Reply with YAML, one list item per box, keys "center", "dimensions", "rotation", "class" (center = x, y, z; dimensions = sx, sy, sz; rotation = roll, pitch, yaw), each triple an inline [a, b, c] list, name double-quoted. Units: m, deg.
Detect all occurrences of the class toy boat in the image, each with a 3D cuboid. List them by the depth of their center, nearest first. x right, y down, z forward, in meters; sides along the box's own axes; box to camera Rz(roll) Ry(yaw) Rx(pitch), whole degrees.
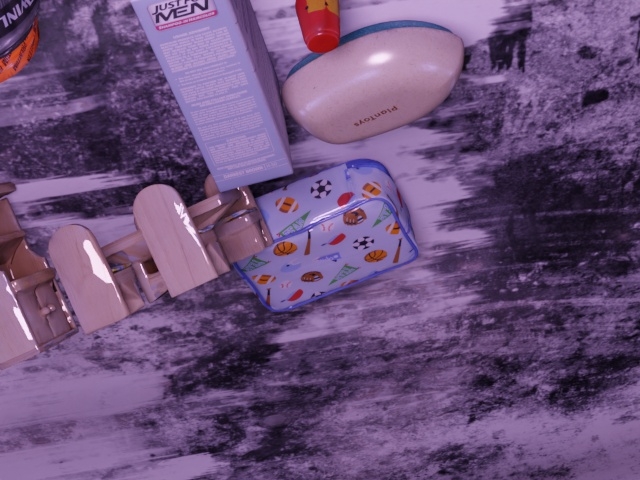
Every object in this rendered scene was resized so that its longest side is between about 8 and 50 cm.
- center: [0.049, -0.265, 1.666]
  dimensions: [0.267, 0.148, 0.318]
  rotation: [-18, 151, 18]
  class: "toy boat"

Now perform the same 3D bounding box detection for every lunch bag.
- center: [0.000, 0.000, 2.016]
  dimensions: [0.303, 0.115, 0.243]
  rotation: [-20, 145, 11]
  class: "lunch bag"

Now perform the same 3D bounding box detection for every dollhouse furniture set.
- center: [-0.317, -0.017, 1.759]
  dimensions: [0.394, 0.256, 0.362]
  rotation: [-24, -177, 13]
  class: "dollhouse furniture set"

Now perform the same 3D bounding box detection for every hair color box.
- center: [-0.139, -0.253, 1.574]
  dimensions: [0.114, 0.185, 0.374]
  rotation: [-14, 144, 4]
  class: "hair color box"

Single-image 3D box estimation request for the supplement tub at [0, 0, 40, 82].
- center: [-0.437, -0.338, 1.365]
  dimensions: [0.207, 0.207, 0.338]
  rotation: [-10, 144, -1]
  class: "supplement tub"
